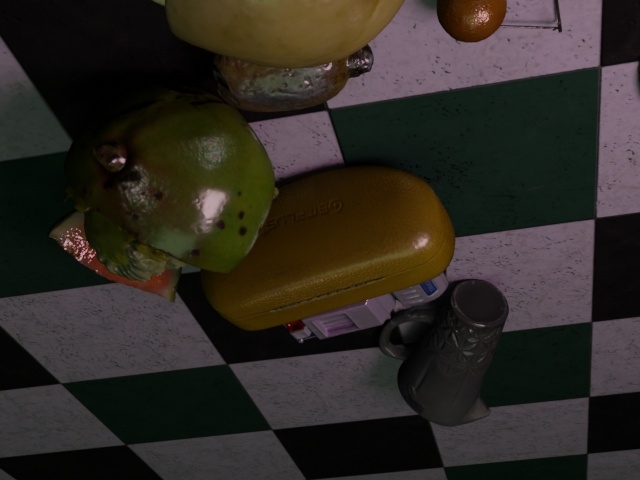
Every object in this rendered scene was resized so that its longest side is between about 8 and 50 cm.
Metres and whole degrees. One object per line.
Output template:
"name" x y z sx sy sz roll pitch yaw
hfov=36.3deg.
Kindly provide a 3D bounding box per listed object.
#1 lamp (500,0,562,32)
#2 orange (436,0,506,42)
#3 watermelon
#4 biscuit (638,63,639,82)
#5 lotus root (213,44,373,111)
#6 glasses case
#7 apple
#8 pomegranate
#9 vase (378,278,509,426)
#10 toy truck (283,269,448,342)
"lamp" 0.223 -0.257 1.150 0.121 0.041 0.054 -5 155 11
"orange" 0.169 -0.264 1.093 0.085 0.085 0.085 -1 147 -1
"watermelon" -0.293 0.008 1.458 0.063 0.119 0.245 -12 147 36
"biscuit" 0.532 -0.218 1.217 0.262 0.037 0.262 -1 148 -1
"lotus root" -0.032 -0.208 1.164 0.192 0.088 0.113 -4 140 3
"glasses case" 0.000 0.000 1.405 0.371 0.173 0.141 -17 145 19
"apple" -0.047 -0.297 0.851 0.292 0.292 0.254 12 121 -20
"pomegranate" -0.171 -0.072 1.250 0.261 0.260 0.341 -19 175 26
"vase" 0.233 0.191 1.758 0.251 0.156 0.300 24 141 7
"toy truck" 0.065 0.056 1.510 0.268 0.155 0.124 -15 145 20
